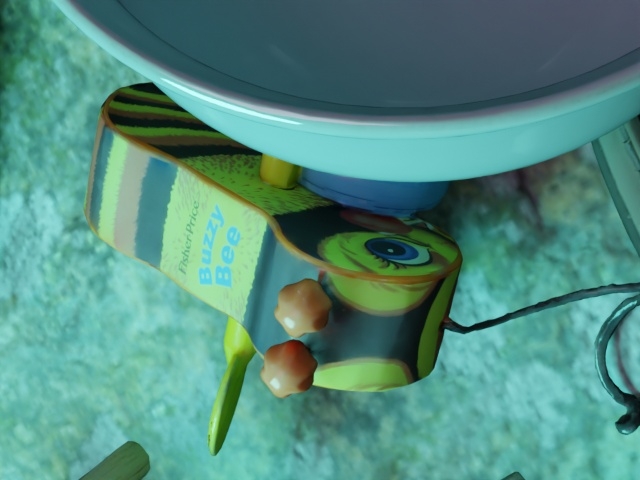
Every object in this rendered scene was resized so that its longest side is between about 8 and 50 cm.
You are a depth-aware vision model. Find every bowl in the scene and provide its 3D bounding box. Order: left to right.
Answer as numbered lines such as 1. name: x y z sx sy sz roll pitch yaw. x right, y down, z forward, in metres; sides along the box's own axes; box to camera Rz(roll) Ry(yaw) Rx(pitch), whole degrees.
1. bowl: 0.037 -0.131 0.631 0.298 0.298 0.134 35 159 21

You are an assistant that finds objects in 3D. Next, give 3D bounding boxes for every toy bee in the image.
1. toy bee: 0.000 0.000 0.715 0.298 0.162 0.195 0 101 33

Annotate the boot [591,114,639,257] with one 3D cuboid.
1. boot: 0.282 0.002 0.543 0.284 0.138 0.377 -47 53 20

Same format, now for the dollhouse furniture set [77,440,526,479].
1. dollhouse furniture set: -0.053 0.287 0.688 0.362 0.256 0.394 52 138 2
